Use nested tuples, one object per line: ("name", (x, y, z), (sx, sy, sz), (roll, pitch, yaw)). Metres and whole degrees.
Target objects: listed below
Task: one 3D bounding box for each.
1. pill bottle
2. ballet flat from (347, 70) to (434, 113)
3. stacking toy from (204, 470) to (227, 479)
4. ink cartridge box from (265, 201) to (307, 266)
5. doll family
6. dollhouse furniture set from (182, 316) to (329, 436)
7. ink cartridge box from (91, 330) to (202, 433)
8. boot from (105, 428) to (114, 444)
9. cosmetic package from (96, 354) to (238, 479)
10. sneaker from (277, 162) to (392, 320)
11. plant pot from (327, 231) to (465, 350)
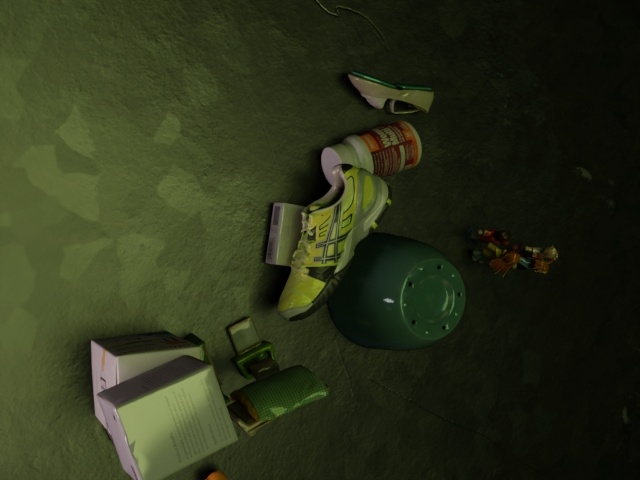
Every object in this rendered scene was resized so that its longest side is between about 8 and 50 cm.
("pill bottle", (0.121, -0.203, 1.818), (0.221, 0.121, 0.121), (-20, 100, -26))
("ballet flat", (0.171, -0.354, 1.868), (0.249, 0.086, 0.086), (5, 89, -28))
("stacking toy", (-0.271, 0.642, 1.637), (0.175, 0.166, 0.301), (35, 64, -39))
("ink cartridge box", (-0.042, -0.007, 1.795), (0.179, 0.045, 0.145), (11, 86, -46))
("doll family", (0.509, 0.048, 1.998), (0.263, 0.163, 0.118), (16, 84, -27))
("dollhouse furniture set", (-0.145, 0.262, 1.591), (0.198, 0.302, 0.151), (-26, 105, -22))
("ink cartridge box", (-0.349, 0.285, 1.526), (0.171, 0.233, 0.168), (-4, 93, -27))
("boot", (-0.386, 0.404, 1.620), (0.114, 0.037, 0.106), (-37, 120, -18))
("cosmetic package", (-0.273, 0.313, 1.349), (0.184, 0.151, 0.151), (-21, 99, -26))
("sneaker", (0.000, 0.000, 1.709), (0.147, 0.145, 0.384), (34, 82, -25))
("plant pot", (0.200, 0.128, 1.802), (0.293, 0.235, 0.292), (-1, 92, -29))
